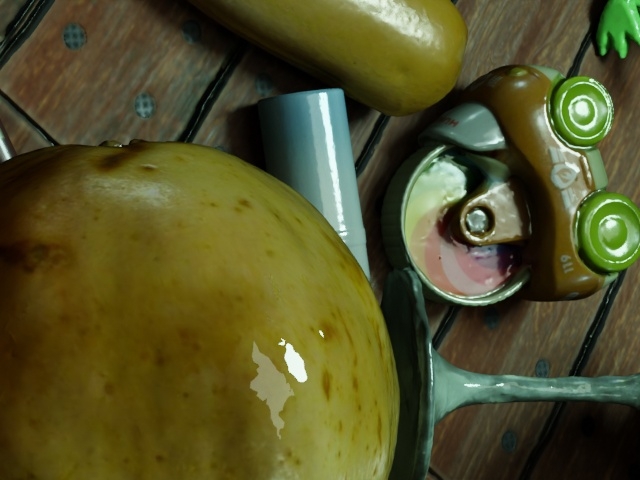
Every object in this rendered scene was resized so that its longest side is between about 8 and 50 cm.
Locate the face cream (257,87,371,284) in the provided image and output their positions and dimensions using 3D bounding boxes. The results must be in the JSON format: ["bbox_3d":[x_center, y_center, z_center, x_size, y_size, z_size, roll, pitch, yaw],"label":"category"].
[{"bbox_3d":[0.000,0.000,1.574,0.077,0.077,0.250,-9,91,-41],"label":"face cream"}]

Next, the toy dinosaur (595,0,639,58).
[{"bbox_3d":[0.447,-0.302,1.958,0.374,0.144,0.500,-2,91,-46],"label":"toy dinosaur"}]

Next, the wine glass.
[{"bbox_3d":[0.259,0.129,1.582,0.406,0.267,0.267,1,84,-11],"label":"wine glass"}]

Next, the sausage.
[{"bbox_3d":[-0.029,-0.225,1.557,0.354,0.116,0.134,27,79,-31],"label":"sausage"}]

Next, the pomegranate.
[{"bbox_3d":[-0.124,0.136,1.275,0.410,0.410,0.410,6,81,-40],"label":"pomegranate"}]

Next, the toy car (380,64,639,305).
[{"bbox_3d":[0.156,-0.038,1.690,0.235,0.145,0.235,1,88,-24],"label":"toy car"}]

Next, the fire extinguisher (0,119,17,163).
[{"bbox_3d":[-0.263,-0.089,1.389,0.049,0.035,0.173,-33,103,-42],"label":"fire extinguisher"}]
